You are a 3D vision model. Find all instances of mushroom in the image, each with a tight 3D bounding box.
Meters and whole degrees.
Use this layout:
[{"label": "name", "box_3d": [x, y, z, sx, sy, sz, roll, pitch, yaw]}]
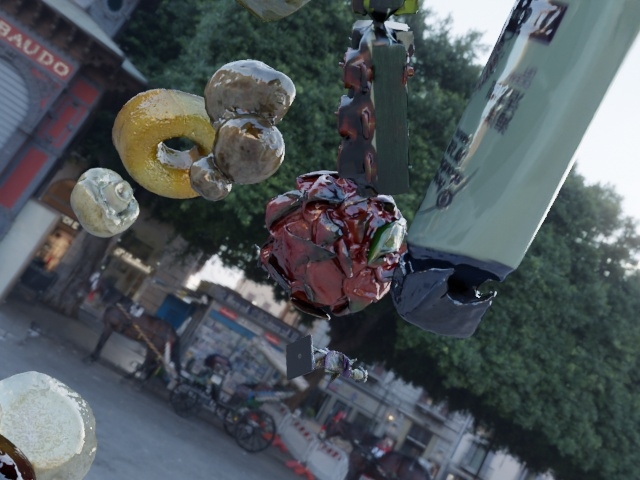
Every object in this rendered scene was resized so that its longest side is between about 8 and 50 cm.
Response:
[{"label": "mushroom", "box_3d": [-0.428, -0.076, 1.202, 0.112, 0.147, 0.148, -20, -43, 30]}, {"label": "mushroom", "box_3d": [-0.324, 0.215, 0.574, 0.123, 0.052, 0.123, 44, -7, 7]}]

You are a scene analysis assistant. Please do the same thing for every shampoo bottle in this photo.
[{"label": "shampoo bottle", "box_3d": [0.153, -0.091, 0.439, 0.078, 0.359, 0.134, 19, 20, -11]}]

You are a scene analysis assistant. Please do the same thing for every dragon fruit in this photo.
[{"label": "dragon fruit", "box_3d": [0.000, 0.000, 0.929, 0.293, 0.233, 0.234, -5, -31, 32]}]

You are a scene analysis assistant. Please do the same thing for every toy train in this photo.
[{"label": "toy train", "box_3d": [0.037, -0.147, 0.375, 0.053, 0.249, 0.085, 3, 27, 5]}]

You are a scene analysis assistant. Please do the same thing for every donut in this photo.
[{"label": "donut", "box_3d": [-0.343, -0.219, 1.456, 0.303, 0.303, 0.110, 42, 21, -43]}]

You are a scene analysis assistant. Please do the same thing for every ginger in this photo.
[{"label": "ginger", "box_3d": [-0.163, -0.225, 1.240, 0.245, 0.303, 0.155, -5, -27, 32]}]

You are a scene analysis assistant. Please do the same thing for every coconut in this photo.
[{"label": "coconut", "box_3d": [-0.648, 0.433, 1.299, 0.329, 0.328, 0.329, 29, -12, 7]}]

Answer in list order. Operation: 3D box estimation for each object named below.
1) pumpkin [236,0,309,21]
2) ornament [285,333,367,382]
[{"label": "pumpkin", "box_3d": [-0.040, -0.494, 0.910, 0.332, 0.332, 0.199, 15, -21, 50]}, {"label": "ornament", "box_3d": [0.031, 0.265, 1.299, 0.203, 0.088, 0.081, 20, -36, -30]}]
